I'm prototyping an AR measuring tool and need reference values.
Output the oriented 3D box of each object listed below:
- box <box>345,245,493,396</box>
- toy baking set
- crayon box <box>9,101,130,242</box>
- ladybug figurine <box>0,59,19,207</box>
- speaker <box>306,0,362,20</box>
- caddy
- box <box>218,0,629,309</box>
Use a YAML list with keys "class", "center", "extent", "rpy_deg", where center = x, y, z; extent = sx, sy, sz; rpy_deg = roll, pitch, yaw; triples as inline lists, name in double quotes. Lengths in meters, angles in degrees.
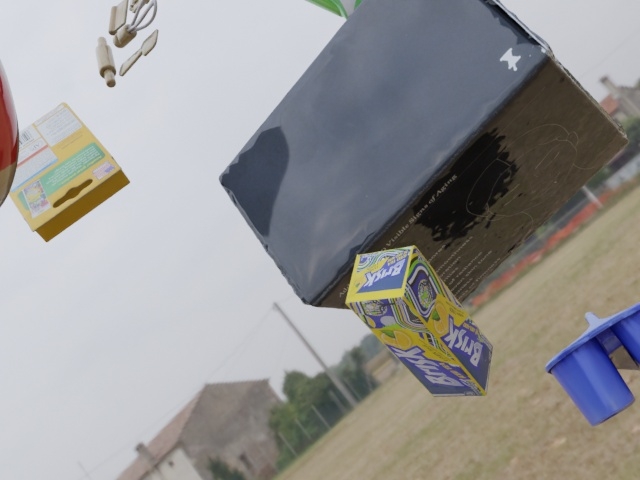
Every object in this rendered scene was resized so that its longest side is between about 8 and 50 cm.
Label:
- class: "box"
  center: [0.093, 0.077, 0.658]
  extent: [0.059, 0.169, 0.054]
  rpy_deg: [-10, 48, 35]
- class: "toy baking set"
  center: [-0.335, -0.363, 1.269]
  extent: [0.030, 0.256, 0.196]
  rpy_deg: [16, -53, -34]
- class: "crayon box"
  center: [-0.525, -0.132, 1.489]
  extent: [0.203, 0.323, 0.083]
  rpy_deg: [-38, -42, -11]
- class: "ladybug figurine"
  center: [-0.595, -0.196, 1.042]
  extent: [0.305, 0.449, 0.162]
  rpy_deg: [-24, 24, -21]
- class: "speaker"
  center: [-0.015, -0.532, 1.455]
  extent: [0.131, 0.297, 0.131]
  rpy_deg: [-56, -14, -22]
- class: "caddy"
  center: [0.544, 0.209, 1.360]
  extent: [0.241, 0.179, 0.341]
  rpy_deg: [-35, -23, 12]
- class: "box"
  center: [0.185, -0.135, 1.221]
  extent: [0.480, 0.297, 0.472]
  rpy_deg: [-47, -27, 19]
